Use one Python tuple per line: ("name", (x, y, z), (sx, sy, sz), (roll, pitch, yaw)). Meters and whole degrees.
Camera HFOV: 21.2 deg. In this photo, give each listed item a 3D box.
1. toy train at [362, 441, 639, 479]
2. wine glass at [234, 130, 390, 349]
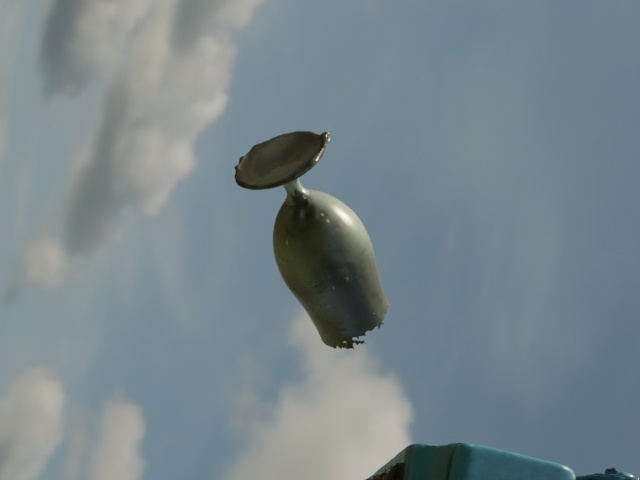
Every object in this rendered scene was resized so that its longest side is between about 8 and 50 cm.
("toy train", (0.143, 0.280, 1.417), (0.300, 0.265, 0.188), (122, -19, -69))
("wine glass", (0.000, 0.000, 1.708), (0.103, 0.103, 0.222), (-109, 175, -58))
